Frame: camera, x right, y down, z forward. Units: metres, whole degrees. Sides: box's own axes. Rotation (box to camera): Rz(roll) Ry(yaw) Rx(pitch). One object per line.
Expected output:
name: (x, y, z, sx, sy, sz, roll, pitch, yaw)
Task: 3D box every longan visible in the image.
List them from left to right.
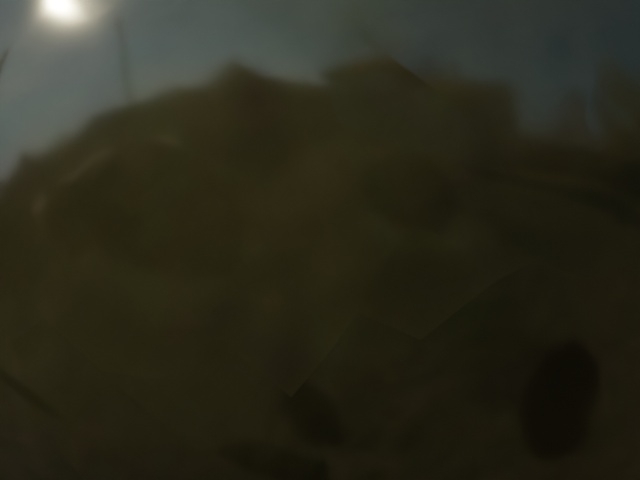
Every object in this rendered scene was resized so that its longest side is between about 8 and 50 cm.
longan: (0.000, 0.000, 0.622, 0.361, 0.361, 0.361, -3, -38, -3)
